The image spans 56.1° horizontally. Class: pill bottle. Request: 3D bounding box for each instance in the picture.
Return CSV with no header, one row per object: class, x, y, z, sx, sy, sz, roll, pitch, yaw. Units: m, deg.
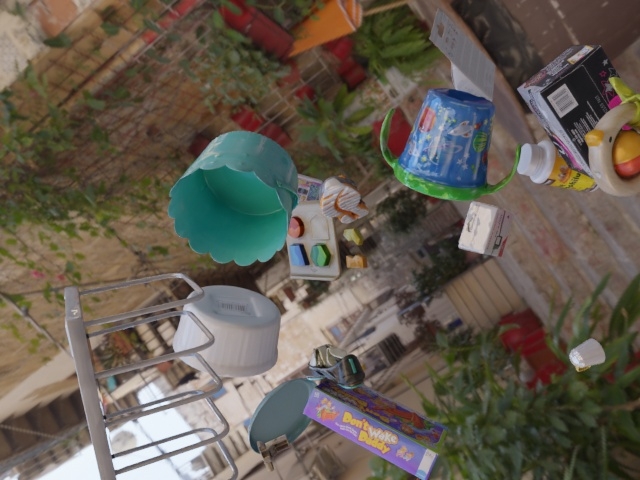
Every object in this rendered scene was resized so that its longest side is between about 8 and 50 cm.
pill bottle,0.647,-0.203,1.619,0.214,0.117,0.117,9,-154,-7

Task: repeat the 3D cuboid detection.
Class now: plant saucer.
plant saucer,-0.135,0.618,2.140,0.043,0.318,0.317,32,177,39

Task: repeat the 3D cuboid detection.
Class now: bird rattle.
bird rattle,0.563,-0.168,1.083,0.143,0.206,0.254,35,156,57

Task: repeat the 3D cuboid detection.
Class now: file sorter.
file sorter,-0.232,0.197,0.821,0.192,0.172,0.278,-163,62,-65

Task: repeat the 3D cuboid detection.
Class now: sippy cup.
sippy cup,0.317,-0.244,1.468,0.305,0.224,0.240,3,-152,-17

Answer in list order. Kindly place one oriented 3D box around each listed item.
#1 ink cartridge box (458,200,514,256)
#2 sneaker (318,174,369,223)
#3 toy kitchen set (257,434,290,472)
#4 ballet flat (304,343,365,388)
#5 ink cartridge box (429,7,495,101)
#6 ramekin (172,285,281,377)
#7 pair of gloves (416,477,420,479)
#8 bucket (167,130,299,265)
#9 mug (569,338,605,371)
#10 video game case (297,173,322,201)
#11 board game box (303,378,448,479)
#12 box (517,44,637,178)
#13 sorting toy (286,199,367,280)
ink cartridge box,0.380,-0.023,1.370,0.063,0.109,0.150,18,-174,31
sneaker,0.038,-0.095,1.221,0.215,0.084,0.083,40,-151,-73
toy kitchen set,-0.123,0.552,1.597,0.083,0.075,0.068,-128,17,-71
ballet flat,0.033,0.327,1.602,0.280,0.095,0.096,-14,90,61
ink cartridge box,0.361,-0.473,1.569,0.232,0.066,0.189,34,-135,-15
ramekin,-0.234,0.224,1.557,0.277,0.135,0.277,13,-164,-4
pair of gloves,0.269,0.692,1.616,0.083,0.010,0.074,69,-155,-13
bucket,-0.182,-0.098,1.355,0.281,0.281,0.183,49,-146,-24
mug,0.639,0.283,1.444,0.062,0.064,0.078,-167,59,-75
video game case,-0.088,-0.154,1.972,0.157,0.143,0.019,15,-150,-9
board game box,0.154,0.481,1.597,0.346,0.078,0.233,24,-174,17
box,0.589,-0.288,1.347,0.247,0.163,0.142,49,-170,-15
sorting toy,0.000,0.000,1.702,0.041,0.307,0.229,-9,-84,-44
